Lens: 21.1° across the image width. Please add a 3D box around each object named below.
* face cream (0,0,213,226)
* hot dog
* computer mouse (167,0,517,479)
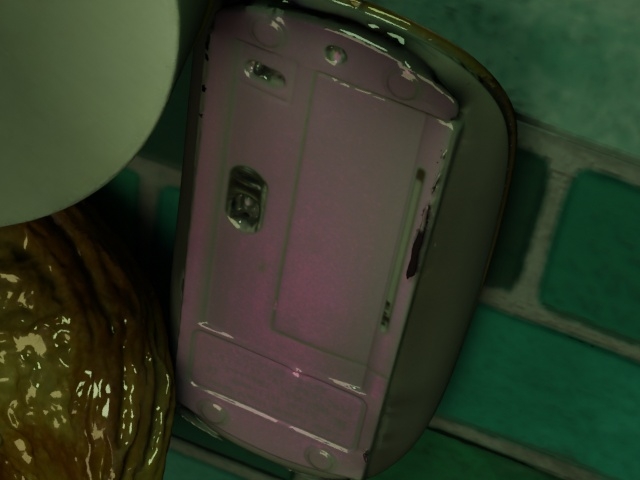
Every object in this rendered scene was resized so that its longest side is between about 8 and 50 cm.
[{"bbox_3d":[-0.141,-0.143,0.684,0.218,0.179,0.218,6,129,7],"label":"face cream"},{"bbox_3d":[-0.165,0.050,0.926,0.259,0.114,0.175,45,136,7],"label":"hot dog"},{"bbox_3d":[0.000,0.000,0.829,0.158,0.072,0.310,22,137,11],"label":"computer mouse"}]
